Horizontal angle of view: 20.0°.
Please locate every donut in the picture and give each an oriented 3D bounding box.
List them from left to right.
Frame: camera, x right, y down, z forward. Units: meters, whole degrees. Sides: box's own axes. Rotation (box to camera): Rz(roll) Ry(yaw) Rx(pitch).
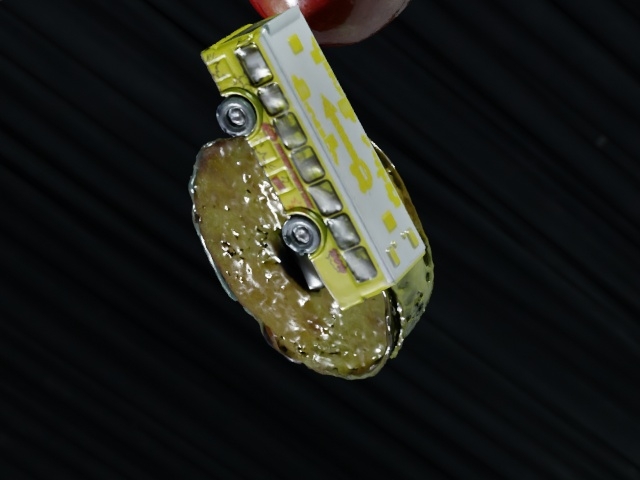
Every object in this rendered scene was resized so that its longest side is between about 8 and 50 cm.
[{"bbox_3d":[0.000,0.000,1.746,0.107,0.272,0.272,-35,8,-34],"label":"donut"}]

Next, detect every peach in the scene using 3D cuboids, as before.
[{"bbox_3d":[0.018,-0.307,1.786,0.243,0.199,0.243,-57,-1,-2],"label":"peach"}]

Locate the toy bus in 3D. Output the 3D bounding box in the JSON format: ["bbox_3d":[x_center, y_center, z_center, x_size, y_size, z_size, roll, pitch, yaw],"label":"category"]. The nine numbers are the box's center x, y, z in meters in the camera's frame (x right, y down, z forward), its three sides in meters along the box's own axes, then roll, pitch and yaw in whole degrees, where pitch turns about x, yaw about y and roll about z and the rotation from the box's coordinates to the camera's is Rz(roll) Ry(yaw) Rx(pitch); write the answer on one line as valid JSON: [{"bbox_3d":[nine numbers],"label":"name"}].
[{"bbox_3d":[-0.007,-0.061,1.380,0.074,0.226,0.081,-22,9,33],"label":"toy bus"}]
